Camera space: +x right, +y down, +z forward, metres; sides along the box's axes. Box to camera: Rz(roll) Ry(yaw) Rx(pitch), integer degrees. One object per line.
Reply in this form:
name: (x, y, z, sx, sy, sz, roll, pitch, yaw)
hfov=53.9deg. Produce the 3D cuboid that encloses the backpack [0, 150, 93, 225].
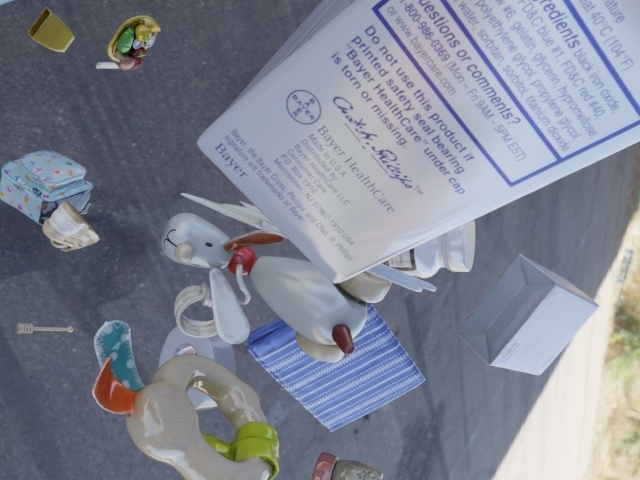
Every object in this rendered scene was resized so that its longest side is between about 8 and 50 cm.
backpack: (-0.667, -0.134, 1.513, 0.166, 0.188, 0.144, -44, 152, -59)

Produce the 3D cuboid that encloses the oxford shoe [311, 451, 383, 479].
oxford shoe: (0.025, 0.526, 1.013, 0.123, 0.130, 0.348, 78, 21, -62)

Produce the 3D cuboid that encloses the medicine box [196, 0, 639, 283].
medicine box: (0.099, -0.146, 0.440, 0.149, 0.289, 0.263, 47, 41, -18)

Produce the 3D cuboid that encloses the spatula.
spatula: (0.000, 0.000, 0.634, 0.019, 0.242, 0.168, -69, 162, 1)

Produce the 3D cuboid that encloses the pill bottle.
pill bottle: (0.148, -0.009, 1.214, 0.162, 0.278, 0.162, 1, 90, -68)

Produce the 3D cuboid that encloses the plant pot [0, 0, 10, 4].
plant pot: (-0.533, -0.604, 1.108, 0.248, 0.252, 0.247, 81, -5, -61)

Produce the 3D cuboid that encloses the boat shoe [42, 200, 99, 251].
boat shoe: (-0.374, -0.014, 0.932, 0.059, 0.063, 0.170, -41, 179, -14)

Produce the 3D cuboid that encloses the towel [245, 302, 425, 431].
towel: (0.037, 0.236, 1.242, 0.243, 0.040, 0.336, -30, 126, 9)

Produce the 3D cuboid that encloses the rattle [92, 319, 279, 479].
rattle: (-0.138, 0.155, 0.498, 0.199, 0.142, 0.130, 30, 42, -50)

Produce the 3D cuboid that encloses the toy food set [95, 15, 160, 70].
toy food set: (-0.543, -0.549, 1.832, 0.218, 0.071, 0.128, -41, 163, 32)

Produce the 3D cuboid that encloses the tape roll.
tape roll: (-0.315, 0.318, 1.593, 0.072, 0.219, 0.219, 12, 94, -49)

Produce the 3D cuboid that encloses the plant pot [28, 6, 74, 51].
plant pot: (-0.670, -0.521, 1.583, 0.081, 0.081, 0.083, -50, 132, 5)

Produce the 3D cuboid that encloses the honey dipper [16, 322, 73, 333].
honey dipper: (-0.794, 0.255, 1.826, 0.160, 0.030, 0.031, 8, 97, -45)

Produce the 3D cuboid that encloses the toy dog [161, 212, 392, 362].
toy dog: (-0.062, 0.079, 0.879, 0.161, 0.333, 0.220, -96, -169, -69)

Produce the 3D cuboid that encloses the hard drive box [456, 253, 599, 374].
hard drive box: (0.381, 0.143, 1.142, 0.232, 0.089, 0.181, 22, 109, -48)
